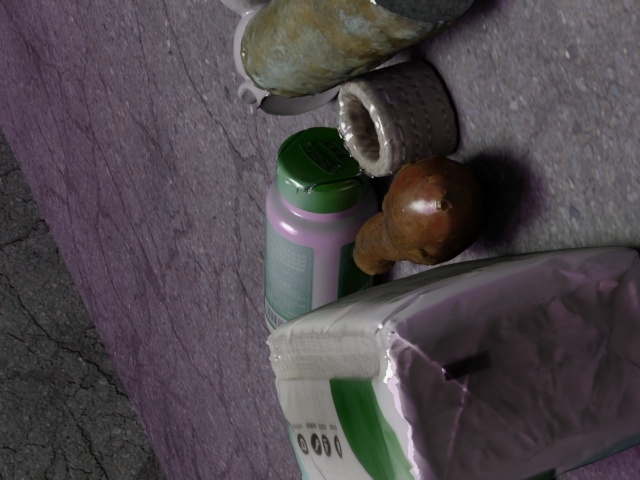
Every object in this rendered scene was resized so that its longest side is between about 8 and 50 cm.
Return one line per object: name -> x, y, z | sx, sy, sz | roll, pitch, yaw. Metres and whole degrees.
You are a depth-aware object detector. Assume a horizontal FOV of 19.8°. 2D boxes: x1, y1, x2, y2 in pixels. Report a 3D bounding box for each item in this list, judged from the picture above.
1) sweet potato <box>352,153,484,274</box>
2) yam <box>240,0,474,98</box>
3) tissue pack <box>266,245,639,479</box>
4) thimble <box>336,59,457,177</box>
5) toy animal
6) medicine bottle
sweet potato -> 0.104, -0.020, 1.875 | 0.385, 0.109, 0.109 | 127, 124, -81
yam -> 0.019, -0.221, 1.797 | 0.330, 0.133, 0.133 | -24, 85, 60
tissue pack -> 0.130, 0.124, 1.669 | 0.356, 0.266, 0.194 | 169, 84, -72
thimble -> 0.076, -0.125, 1.868 | 0.115, 0.090, 0.102 | 44, 147, 53
toy animal -> -0.066, -0.252, 2.134 | 0.131, 0.103, 0.221 | 116, 133, -65
medicine bottle -> 0.000, 0.000, 2.130 | 0.274, 0.133, 0.133 | 92, 153, -47
